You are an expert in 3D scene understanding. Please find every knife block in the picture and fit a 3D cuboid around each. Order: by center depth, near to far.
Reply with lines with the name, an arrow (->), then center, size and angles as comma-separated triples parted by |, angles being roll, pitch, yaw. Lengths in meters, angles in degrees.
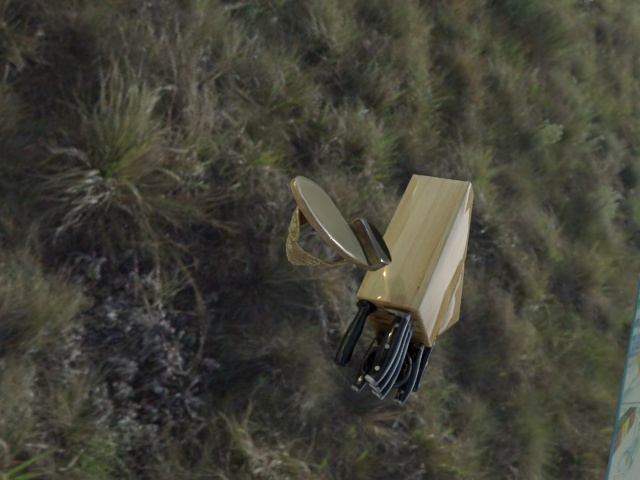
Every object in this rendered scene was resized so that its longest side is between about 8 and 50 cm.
knife block -> 0.107, 0.062, 0.907 | 0.242, 0.088, 0.276 | -16, 114, -59

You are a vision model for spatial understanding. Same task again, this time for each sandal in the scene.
sandal -> 0.002, 0.006, 0.773 | 0.240, 0.079, 0.088 | 25, 38, -62

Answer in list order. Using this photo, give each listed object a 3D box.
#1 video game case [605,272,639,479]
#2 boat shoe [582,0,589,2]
video game case -> 0.176, 0.050, 0.329 | 0.015, 0.119, 0.166 | 23, 59, 4
boat shoe -> 0.205, -0.227, 0.531 | 0.035, 0.035, 0.100 | 46, 38, -58
